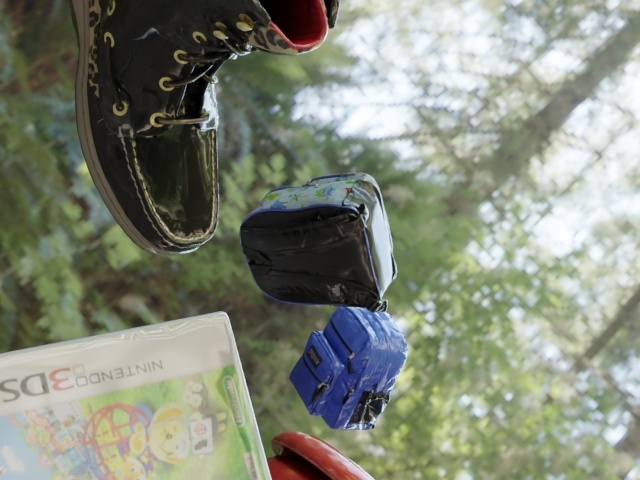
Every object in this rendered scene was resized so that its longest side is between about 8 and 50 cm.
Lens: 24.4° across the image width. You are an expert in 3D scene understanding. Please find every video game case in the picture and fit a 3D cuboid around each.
[{"bbox_3d":[-0.103,0.153,0.737,0.023,0.193,0.213,-26,-104,53],"label":"video game case"}]

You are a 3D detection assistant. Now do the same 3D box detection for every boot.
[{"bbox_3d":[-0.111,-0.177,1.431,0.284,0.138,0.378,-6,-88,48],"label":"boot"}]

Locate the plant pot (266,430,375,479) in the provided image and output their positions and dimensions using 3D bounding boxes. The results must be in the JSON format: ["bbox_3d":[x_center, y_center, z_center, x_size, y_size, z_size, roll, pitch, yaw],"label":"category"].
[{"bbox_3d":[-0.024,0.276,1.318,0.191,0.174,0.191,38,-16,13],"label":"plant pot"}]

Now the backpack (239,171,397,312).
[{"bbox_3d":[0.000,0.000,1.201,0.114,0.084,0.105,-3,-61,23],"label":"backpack"}]

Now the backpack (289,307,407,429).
[{"bbox_3d":[0.032,0.133,1.579,0.098,0.101,0.120,52,-57,39],"label":"backpack"}]
